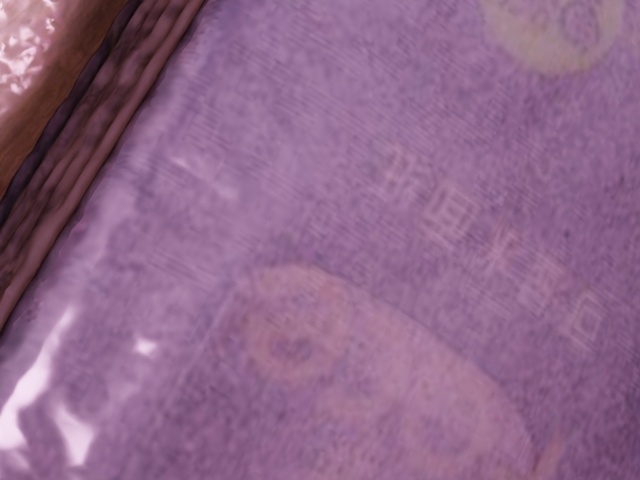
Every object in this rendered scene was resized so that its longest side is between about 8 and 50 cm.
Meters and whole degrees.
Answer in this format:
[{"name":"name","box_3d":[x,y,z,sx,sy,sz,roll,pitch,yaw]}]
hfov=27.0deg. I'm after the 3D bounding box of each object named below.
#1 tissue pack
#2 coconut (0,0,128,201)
[{"name":"tissue pack","box_3d":[0.015,0.030,0.547,0.288,0.394,0.124,36,169,-26]},{"name":"coconut","box_3d":[-0.217,-0.147,0.746,0.297,0.254,0.297,47,178,2]}]
